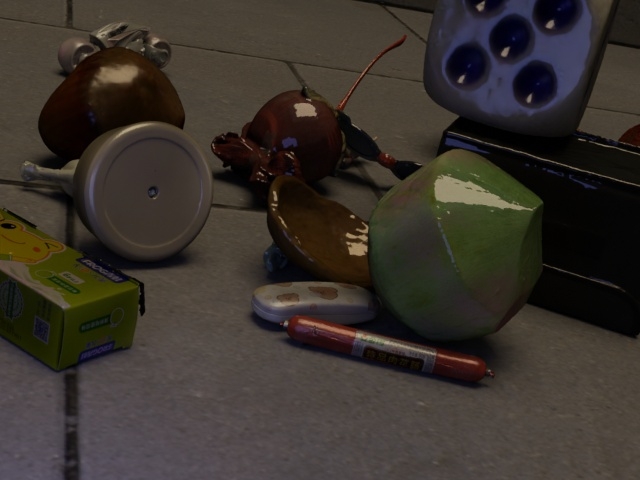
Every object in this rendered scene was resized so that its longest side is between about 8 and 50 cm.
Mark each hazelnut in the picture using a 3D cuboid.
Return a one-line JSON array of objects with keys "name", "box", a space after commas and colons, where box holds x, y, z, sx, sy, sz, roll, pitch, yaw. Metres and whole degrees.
[{"name": "hazelnut", "box": [-0.310, -0.193, 1.666, 0.210, 0.186, 0.210, 11, 19, -4]}]

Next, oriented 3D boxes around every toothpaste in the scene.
[{"name": "toothpaste", "box": [-0.346, 0.032, 1.235, 0.327, 0.077, 0.110, 25, 26, 30]}]

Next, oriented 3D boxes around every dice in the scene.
[{"name": "dice", "box": [0.295, -0.305, 1.639, 0.243, 0.251, 0.259, 19, 21, 16]}]

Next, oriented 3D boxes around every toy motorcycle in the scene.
[{"name": "toy motorcycle", "box": [-0.397, -0.377, 2.202, 0.112, 0.112, 0.254, 29, 28, 36]}]

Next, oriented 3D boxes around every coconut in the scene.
[{"name": "coconut", "box": [0.169, 0.002, 1.348, 0.204, 0.236, 0.236, 49, 15, -15]}]

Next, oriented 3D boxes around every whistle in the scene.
[{"name": "whistle", "box": [-0.055, 0.018, 1.490, 0.035, 0.035, 0.100, 15, 22, 8]}]

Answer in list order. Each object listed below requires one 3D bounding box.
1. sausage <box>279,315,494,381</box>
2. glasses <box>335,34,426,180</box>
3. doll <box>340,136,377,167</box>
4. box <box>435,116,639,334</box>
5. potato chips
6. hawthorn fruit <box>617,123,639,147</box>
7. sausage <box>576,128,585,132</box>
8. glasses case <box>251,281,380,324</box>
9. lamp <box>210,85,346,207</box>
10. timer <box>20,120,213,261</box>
[{"name": "sausage", "box": [0.077, 0.124, 1.293, 0.253, 0.034, 0.034, 12, 21, 1]}, {"name": "glasses", "box": [0.164, -0.232, 1.921, 0.234, 0.268, 0.118, 28, -20, 1]}, {"name": "doll", "box": [0.042, -0.163, 1.973, 0.127, 0.073, 0.084, -1, 57, -22]}, {"name": "box", "box": [0.326, -0.046, 1.629, 0.345, 0.204, 0.251, 18, 21, 14]}, {"name": "potato chips", "box": [-0.001, 0.001, 1.484, 0.195, 0.062, 0.208, 47, 23, 3]}, {"name": "hawthorn fruit", "box": [0.629, -0.121, 2.020, 0.205, 0.205, 0.253, 27, 18, 32]}, {"name": "sausage", "box": [0.414, -0.182, 2.140, 0.121, 0.121, 0.304, -2, 26, -33]}, {"name": "glasses case", "box": [-0.005, 0.076, 1.360, 0.164, 0.041, 0.063, 0, 24, -27]}, {"name": "lamp", "box": [-0.044, -0.141, 1.779, 0.223, 0.151, 0.215, -45, 39, -13]}, {"name": "timer", "box": [-0.279, -0.077, 1.493, 0.175, 0.175, 0.266, -3, 9, -34]}]
